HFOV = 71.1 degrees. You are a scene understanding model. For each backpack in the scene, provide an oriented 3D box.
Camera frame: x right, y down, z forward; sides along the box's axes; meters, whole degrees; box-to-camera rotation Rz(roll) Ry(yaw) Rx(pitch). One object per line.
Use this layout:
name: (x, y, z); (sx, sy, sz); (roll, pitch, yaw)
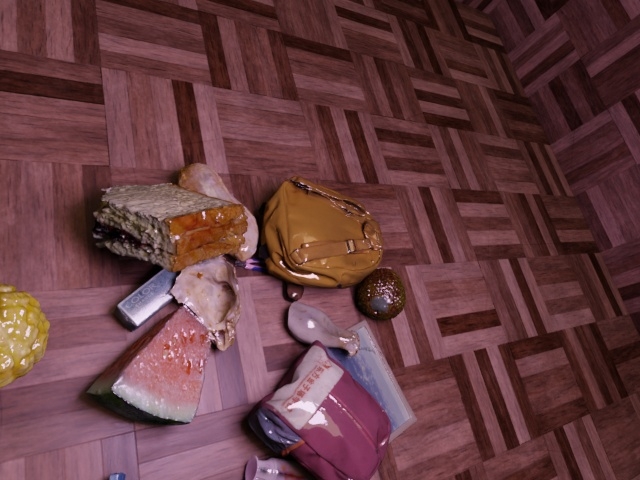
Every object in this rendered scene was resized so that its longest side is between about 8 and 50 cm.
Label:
backpack: (0.003, -0.001, 1.318); (0.378, 0.201, 0.353); (16, 58, -23)
backpack: (0.018, 0.441, 1.096); (0.317, 0.197, 0.283); (42, 48, 5)

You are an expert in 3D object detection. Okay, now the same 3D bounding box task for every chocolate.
chocolate: (-0.275, -0.082, 1.227); (0.134, 0.134, 0.309); (-33, 86, -39)

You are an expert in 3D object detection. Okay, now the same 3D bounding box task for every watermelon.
watermelon: (-0.346, 0.273, 0.996); (0.193, 0.140, 0.256); (48, 43, -29)

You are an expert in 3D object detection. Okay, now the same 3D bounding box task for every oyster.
oyster: (-0.259, 0.151, 1.102); (0.107, 0.162, 0.232); (-79, 157, -72)

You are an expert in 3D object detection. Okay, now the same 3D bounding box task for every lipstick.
lipstick: (-0.369, 0.102, 1.105); (0.077, 0.076, 0.290); (49, 50, -4)

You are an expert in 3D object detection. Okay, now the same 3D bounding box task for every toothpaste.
toothpaste: (-0.026, 0.583, 1.091); (0.323, 0.066, 0.100); (25, 54, -25)

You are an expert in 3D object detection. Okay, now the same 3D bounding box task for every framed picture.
framed picture: (0.120, 0.423, 1.290); (0.247, 0.022, 0.335); (-19, 77, -38)

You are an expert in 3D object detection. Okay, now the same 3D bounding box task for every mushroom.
mushroom: (0.009, 0.250, 1.249); (0.225, 0.093, 0.116); (25, 38, 2)

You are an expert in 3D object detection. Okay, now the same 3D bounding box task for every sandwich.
sandwich: (-0.375, -0.045, 1.057); (0.325, 0.131, 0.262); (16, 20, 22)

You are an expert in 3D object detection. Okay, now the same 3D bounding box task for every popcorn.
popcorn: (-0.656, 0.177, 0.820); (0.237, 0.252, 0.205); (-10, 95, -71)

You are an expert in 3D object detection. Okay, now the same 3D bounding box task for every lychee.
lychee: (0.192, 0.164, 1.389); (0.171, 0.171, 0.171); (15, 59, -26)

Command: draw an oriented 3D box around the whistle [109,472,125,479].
whistle: (-0.373, 0.540, 0.874); (0.090, 0.090, 0.157); (12, 60, -27)

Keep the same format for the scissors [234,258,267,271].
scissors: (-0.190, 0.068, 1.279); (0.113, 0.012, 0.039); (8, 63, -29)
